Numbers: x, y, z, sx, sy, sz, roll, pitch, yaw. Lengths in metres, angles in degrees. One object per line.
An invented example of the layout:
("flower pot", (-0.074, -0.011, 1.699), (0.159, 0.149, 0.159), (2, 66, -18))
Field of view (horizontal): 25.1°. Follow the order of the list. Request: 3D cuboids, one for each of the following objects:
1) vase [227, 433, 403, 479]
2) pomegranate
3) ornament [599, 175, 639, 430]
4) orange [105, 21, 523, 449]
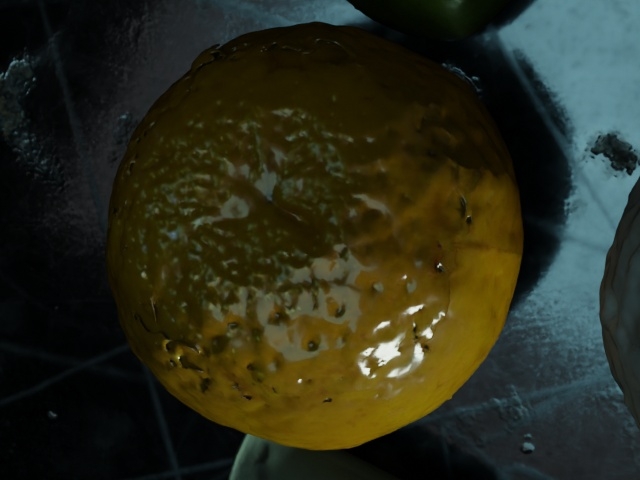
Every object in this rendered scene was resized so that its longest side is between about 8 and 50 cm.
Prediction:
("vase", (0.057, 0.291, 1.294), (0.300, 0.156, 0.251), (19, 118, 7))
("pomegranate", (0.087, -0.241, 1.144), (0.179, 0.210, 0.179), (-1, 116, -1))
("ornament", (0.361, 0.052, 1.045), (0.337, 0.337, 0.337), (3, 101, 17))
("orange", (0.000, 0.000, 1.169), (0.340, 0.293, 0.341), (-3, 79, 16))
